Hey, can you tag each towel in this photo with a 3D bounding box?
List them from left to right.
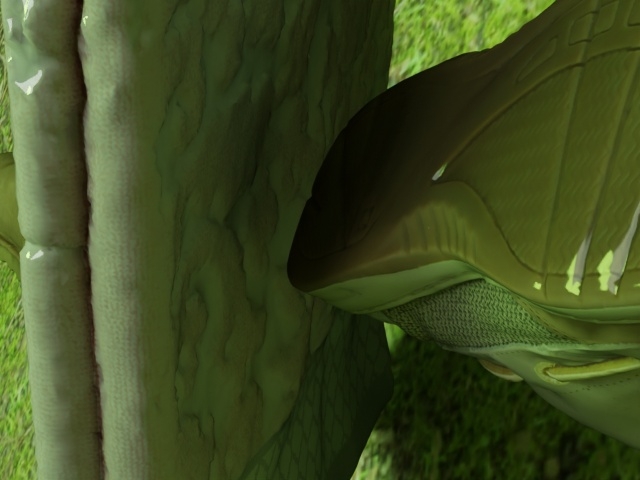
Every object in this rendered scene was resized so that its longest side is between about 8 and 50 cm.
[{"bbox_3d":[-0.020,-0.007,0.575,0.332,0.053,0.316,-55,-32,-65],"label":"towel"}]

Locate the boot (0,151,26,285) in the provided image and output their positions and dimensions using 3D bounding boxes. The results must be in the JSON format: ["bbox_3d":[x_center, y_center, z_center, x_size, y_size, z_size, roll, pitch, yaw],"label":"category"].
[{"bbox_3d":[-0.181,-0.102,1.068,0.236,0.089,0.269,42,133,47],"label":"boot"}]

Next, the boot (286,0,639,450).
[{"bbox_3d":[0.127,0.019,0.427,0.262,0.203,0.095,-14,51,64],"label":"boot"}]
